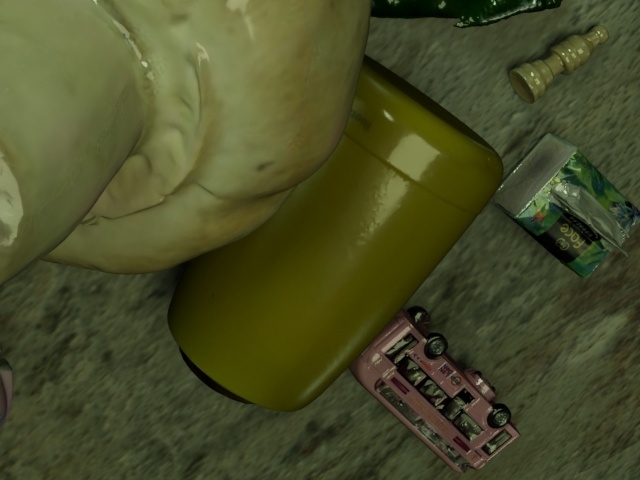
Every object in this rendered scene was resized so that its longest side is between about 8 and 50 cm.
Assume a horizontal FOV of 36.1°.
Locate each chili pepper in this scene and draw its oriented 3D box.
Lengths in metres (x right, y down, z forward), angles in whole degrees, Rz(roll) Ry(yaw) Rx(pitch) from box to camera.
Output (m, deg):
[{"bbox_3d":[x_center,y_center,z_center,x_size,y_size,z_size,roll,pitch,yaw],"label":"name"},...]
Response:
[{"bbox_3d":[0.109,-0.222,0.769,0.216,0.062,0.108,-15,112,-12],"label":"chili pepper"}]

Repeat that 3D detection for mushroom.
[{"bbox_3d":[-0.143,-0.134,0.561,0.353,0.353,0.325,38,93,-30],"label":"mushroom"}]

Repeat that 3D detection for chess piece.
[{"bbox_3d":[0.211,-0.158,0.852,0.092,0.035,0.035,-34,121,-6],"label":"chess piece"}]

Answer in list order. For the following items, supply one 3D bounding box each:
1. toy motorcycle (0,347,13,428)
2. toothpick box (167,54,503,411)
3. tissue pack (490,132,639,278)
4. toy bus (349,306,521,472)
[{"bbox_3d":[-0.284,0.066,0.682,0.239,0.204,0.108,43,78,-35],"label":"toy motorcycle"},{"bbox_3d":[0.000,0.000,0.770,0.175,0.175,0.271,27,106,-28],"label":"toothpick box"},{"bbox_3d":[0.229,-0.027,0.892,0.111,0.079,0.085,37,97,-30],"label":"tissue pack"},{"bbox_3d":[0.107,0.141,0.939,0.090,0.063,0.203,-42,119,6],"label":"toy bus"}]
